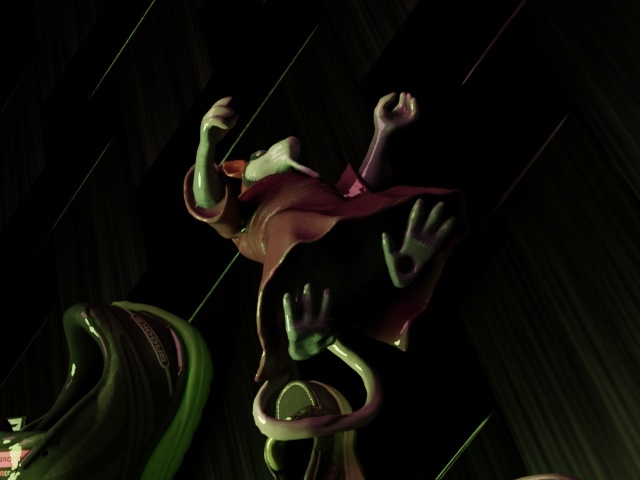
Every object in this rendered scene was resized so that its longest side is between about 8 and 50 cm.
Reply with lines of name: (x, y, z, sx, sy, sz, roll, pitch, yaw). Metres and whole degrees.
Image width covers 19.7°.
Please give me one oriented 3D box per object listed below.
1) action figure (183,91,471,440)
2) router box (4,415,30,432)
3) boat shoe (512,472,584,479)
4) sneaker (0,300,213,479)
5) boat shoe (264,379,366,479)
action figure: (0.000, 0.000, 1.764, 0.370, 0.248, 0.276, -148, 58, -65)
router box: (-0.330, 0.304, 2.075, 0.046, 0.179, 0.133, -8, 47, 10)
boat shoe: (0.092, 0.268, 1.332, 0.324, 0.123, 0.116, -36, 37, 47)
sneaker: (-0.276, 0.284, 1.936, 0.185, 0.202, 0.483, -23, 45, 56)
boat shoe: (-0.013, 0.189, 1.668, 0.080, 0.073, 0.223, -54, 26, 19)
